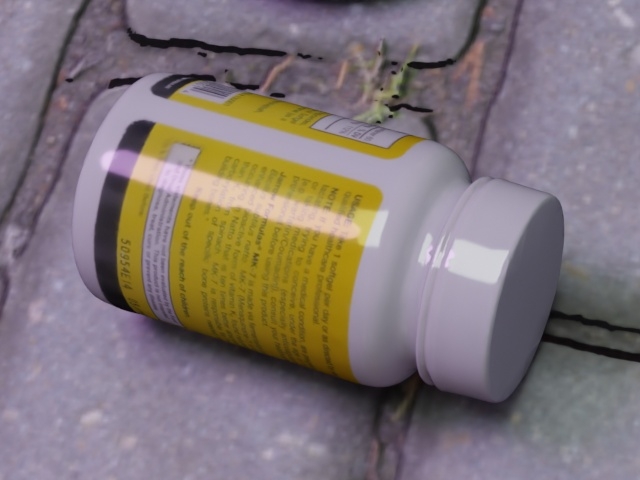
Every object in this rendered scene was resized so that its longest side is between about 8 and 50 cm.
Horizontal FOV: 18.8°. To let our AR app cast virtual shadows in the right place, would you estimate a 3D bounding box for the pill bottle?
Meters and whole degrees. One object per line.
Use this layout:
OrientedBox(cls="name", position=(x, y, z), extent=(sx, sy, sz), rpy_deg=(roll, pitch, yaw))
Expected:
OrientedBox(cls="pill bottle", position=(0.000, 0.000, 0.906), extent=(0.208, 0.119, 0.119), rpy_deg=(16, 65, 21))
